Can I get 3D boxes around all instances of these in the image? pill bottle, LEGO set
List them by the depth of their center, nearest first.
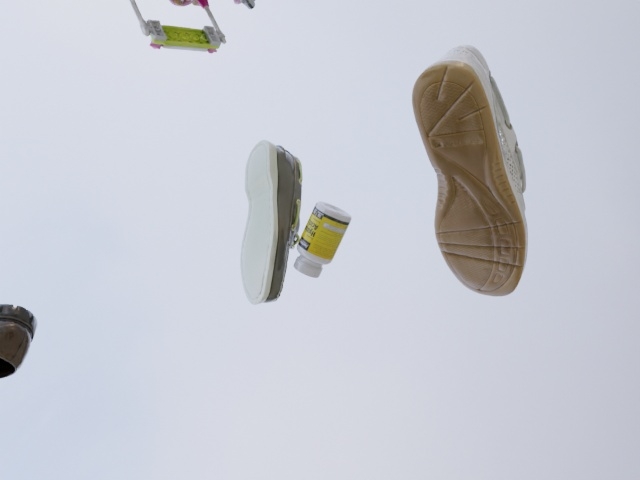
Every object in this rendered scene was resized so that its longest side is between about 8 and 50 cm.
[{"bbox_3d":[-0.094,-0.263,0.619,0.287,0.132,0.107,-19,-115,-17],"label":"LEGO set"},{"bbox_3d":[0.000,0.000,1.036,0.065,0.065,0.116,13,-74,-42],"label":"pill bottle"}]

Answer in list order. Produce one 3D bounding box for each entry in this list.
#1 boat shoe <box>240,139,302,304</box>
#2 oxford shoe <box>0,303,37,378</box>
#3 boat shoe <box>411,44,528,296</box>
[{"bbox_3d":[-0.079,-0.031,1.122,0.091,0.109,0.305,16,-116,-36],"label":"boat shoe"},{"bbox_3d":[-0.449,0.139,0.718,0.227,0.096,0.083,-13,-48,-2],"label":"oxford shoe"},{"bbox_3d":[0.171,-0.067,0.657,0.096,0.098,0.277,-51,-45,-42],"label":"boat shoe"}]
